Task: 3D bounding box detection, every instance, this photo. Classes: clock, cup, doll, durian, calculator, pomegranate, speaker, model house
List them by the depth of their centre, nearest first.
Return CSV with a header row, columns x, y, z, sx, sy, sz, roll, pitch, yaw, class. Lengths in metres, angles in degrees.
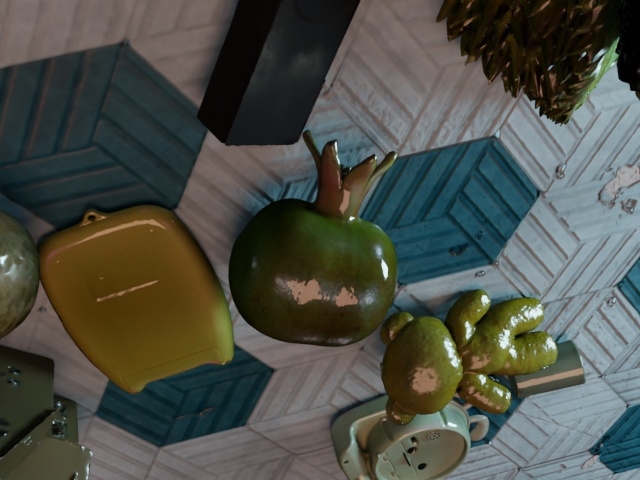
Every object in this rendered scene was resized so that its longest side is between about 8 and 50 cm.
x,y,z,sx,sy,sz,roll,pitch,yaw,class
0.181,-0.245,0.591,0.198,0.163,0.394,-48,142,-27,durian
-0.016,-0.172,0.592,0.082,0.044,0.218,-6,134,-45,speaker
0.000,0.000,0.711,0.152,0.131,0.191,9,103,-15,pomegranate
-0.310,0.247,0.737,0.176,0.248,0.181,20,122,-29,model house
-0.175,0.063,0.765,0.157,0.033,0.236,-18,129,1,calculator
0.160,0.125,0.876,0.209,0.097,0.137,-9,92,-17,doll
0.270,0.156,0.959,0.083,0.075,0.055,-15,94,1,cup
0.117,0.248,0.975,0.191,0.062,0.151,-23,131,3,clock

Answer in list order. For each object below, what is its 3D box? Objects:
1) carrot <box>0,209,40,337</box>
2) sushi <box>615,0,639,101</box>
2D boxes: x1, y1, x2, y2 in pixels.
x,y,z,sx,sy,sz,roll,pitch,yaw,class
-0.343,0.017,0.562,0.138,0.139,0.302,-37,156,16,carrot
0.342,-0.186,0.549,0.350,0.211,0.171,-35,146,-33,sushi
